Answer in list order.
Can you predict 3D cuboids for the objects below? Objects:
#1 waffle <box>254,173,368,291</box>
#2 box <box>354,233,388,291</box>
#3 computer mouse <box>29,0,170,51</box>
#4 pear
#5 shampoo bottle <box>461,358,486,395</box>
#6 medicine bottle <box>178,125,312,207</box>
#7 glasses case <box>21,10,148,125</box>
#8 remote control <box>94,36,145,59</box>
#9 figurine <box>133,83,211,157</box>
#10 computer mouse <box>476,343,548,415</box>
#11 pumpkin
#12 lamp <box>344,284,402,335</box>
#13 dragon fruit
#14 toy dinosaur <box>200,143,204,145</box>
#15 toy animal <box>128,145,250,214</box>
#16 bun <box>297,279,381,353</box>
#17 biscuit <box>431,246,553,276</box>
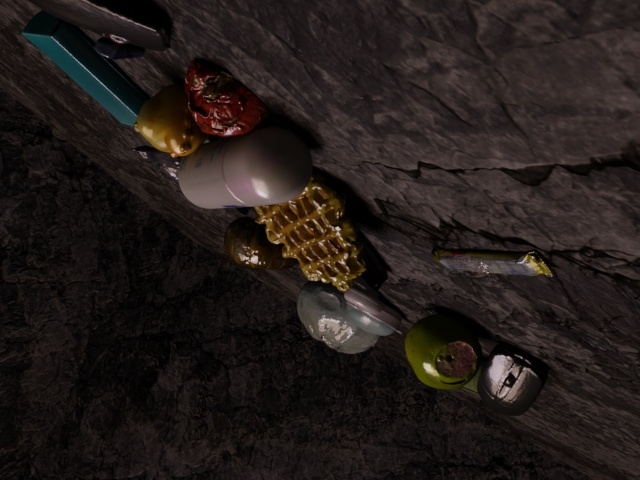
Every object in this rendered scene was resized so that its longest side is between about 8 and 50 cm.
[{"bbox_3d":[-0.025,-0.031,1.307,0.302,0.068,0.325,31,151,34],"label":"waffle"},{"bbox_3d":[0.000,0.000,1.545,0.288,0.073,0.290,27,167,34],"label":"box"},{"bbox_3d":[-0.354,-0.352,0.957,0.295,0.087,0.168,35,173,-19],"label":"computer mouse"},{"bbox_3d":[0.293,0.267,1.625,0.187,0.188,0.219,36,-179,-14],"label":"pear"},{"bbox_3d":[0.471,0.385,1.813,0.101,0.101,0.284,36,169,-14],"label":"shampoo bottle"},{"bbox_3d":[-0.133,-0.123,1.165,0.130,0.130,0.340,38,161,-26],"label":"medicine bottle"},{"bbox_3d":[-0.465,-0.350,1.392,0.117,0.070,0.301,19,161,35],"label":"glasses case"},{"bbox_3d":[-0.325,-0.313,1.081,0.043,0.027,0.152,22,-165,-6],"label":"remote control"},{"bbox_3d":[-0.281,-0.224,1.248,0.156,0.131,0.246,-1,-171,-33],"label":"figurine"},{"bbox_3d":[0.444,0.353,1.590,0.137,0.086,0.270,29,149,19],"label":"computer mouse"},{"bbox_3d":[-0.162,-0.004,1.817,0.218,0.163,0.219,11,-176,-1],"label":"pumpkin"},{"bbox_3d":[0.148,0.219,2.022,0.179,0.108,0.246,21,164,36],"label":"lamp"},{"bbox_3d":[-0.173,-0.222,1.046,0.162,0.083,0.106,31,167,28],"label":"dragon fruit"},{"bbox_3d":[-0.231,-0.172,1.446,0.144,0.076,0.329,31,-173,-12],"label":"toy dinosaur"},{"bbox_3d":[-0.343,-0.189,1.728,0.366,0.081,0.206,26,166,-2],"label":"toy animal"},{"bbox_3d":[0.053,0.275,2.330,0.354,0.194,0.354,30,170,6],"label":"bun"},{"bbox_3d":[0.258,0.034,1.050,0.048,0.026,0.292,40,168,-15],"label":"biscuit"}]
